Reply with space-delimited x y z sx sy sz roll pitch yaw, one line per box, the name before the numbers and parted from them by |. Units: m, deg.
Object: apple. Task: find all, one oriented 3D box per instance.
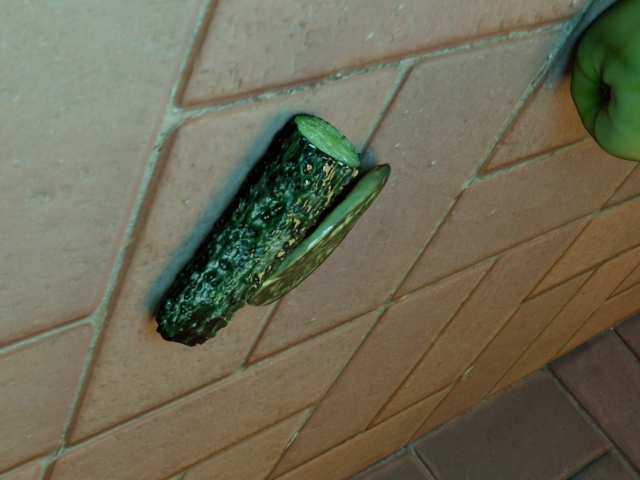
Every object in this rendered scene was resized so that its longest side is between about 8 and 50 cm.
apple | 0.473 -0.227 1.453 0.262 0.262 0.262 -33 158 -15

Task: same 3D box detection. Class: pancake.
pancake | 0.001 0.000 1.361 0.250 0.031 0.250 -45 175 -5

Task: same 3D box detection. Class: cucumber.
cucumber | -0.092 0.011 1.227 0.096 0.096 0.359 -6 143 -54
